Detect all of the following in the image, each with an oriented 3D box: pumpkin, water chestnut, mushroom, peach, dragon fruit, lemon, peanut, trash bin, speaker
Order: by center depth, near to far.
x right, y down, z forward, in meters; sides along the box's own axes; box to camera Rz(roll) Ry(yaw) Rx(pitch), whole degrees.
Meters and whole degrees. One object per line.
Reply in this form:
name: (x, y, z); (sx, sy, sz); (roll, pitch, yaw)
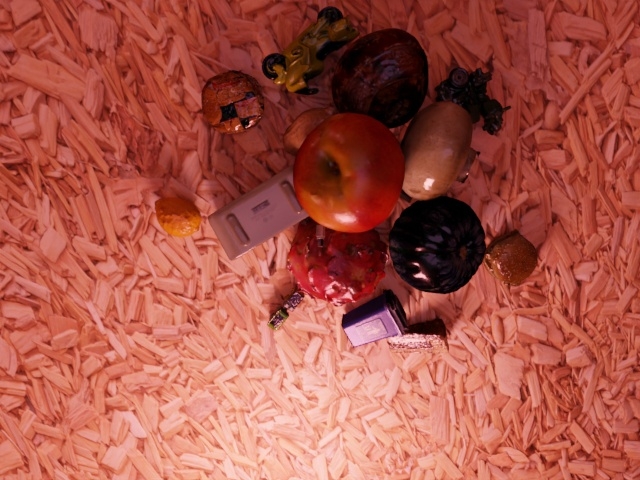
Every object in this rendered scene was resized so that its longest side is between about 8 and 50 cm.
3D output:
peach: (0.100, -0.214, 1.405); (0.389, 0.388, 0.388); (-1, 103, -3)
water chestnut: (0.194, -0.547, 1.482); (0.351, 0.350, 0.302); (-19, 60, 1)
mushroom: (0.399, -0.295, 1.494); (0.261, 0.352, 0.352); (24, 101, 3)
peanut: (-0.038, -0.386, 1.532); (0.137, 0.253, 0.122); (-10, 78, -35)
pumpkin: (0.427, 0.014, 1.588); (0.364, 0.266, 0.363); (-6, 103, -29)
speaker: (-0.198, -0.108, 1.598); (0.406, 0.183, 0.184); (-31, 97, 3)
lemon: (-0.524, -0.088, 1.601); (0.187, 0.142, 0.142); (34, 99, -7)
dragon fruit: (0.068, 0.086, 1.614); (0.371, 0.249, 0.386); (-43, 112, 9)
trash bin: (0.213, 0.310, 1.729); (0.235, 0.184, 0.162); (-26, 103, 15)

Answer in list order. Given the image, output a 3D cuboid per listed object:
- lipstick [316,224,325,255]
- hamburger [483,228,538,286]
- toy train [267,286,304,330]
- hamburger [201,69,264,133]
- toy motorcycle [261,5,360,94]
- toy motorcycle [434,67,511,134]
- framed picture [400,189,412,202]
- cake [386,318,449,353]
lipstick: (0.000, 0.000, 1.483); (0.025, 0.025, 0.107); (-3, 77, 19)
hamburger: (0.755, 0.080, 1.718); (0.189, 0.122, 0.215); (-29, 105, 2)
toy train: (-0.136, 0.270, 1.734); (0.060, 0.081, 0.202); (38, 98, -10)
hamburger: (-0.310, -0.488, 1.542); (0.231, 0.107, 0.230); (1, 108, 2)
toy motorcycle: (-0.024, -0.634, 1.503); (0.342, 0.142, 0.206); (-38, 103, 8)
toy motorcycle: (0.541, -0.489, 1.574); (0.205, 0.127, 0.275); (-25, 100, 0)
framed picture: (0.306, -0.223, 1.657); (0.149, 0.011, 0.109); (27, 90, -20)
cake: (0.398, 0.408, 1.768); (0.246, 0.135, 0.112); (-14, 104, 0)
